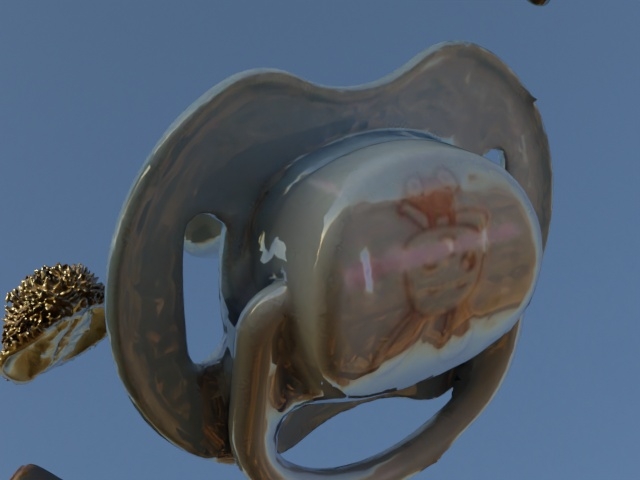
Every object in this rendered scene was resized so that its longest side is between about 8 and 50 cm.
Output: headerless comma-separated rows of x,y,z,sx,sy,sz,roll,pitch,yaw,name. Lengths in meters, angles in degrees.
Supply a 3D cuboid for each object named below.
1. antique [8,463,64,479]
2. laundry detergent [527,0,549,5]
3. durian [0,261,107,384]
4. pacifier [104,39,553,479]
-0.231,0.292,0.816,0.093,0.087,0.310,32,-70,-3,antique
0.268,-0.323,1.300,0.099,0.070,0.225,54,-32,14,laundry detergent
-0.217,0.056,1.027,0.071,0.110,0.140,56,-35,9,durian
-0.007,0.005,0.690,0.287,0.226,0.238,-16,-62,-32,pacifier
